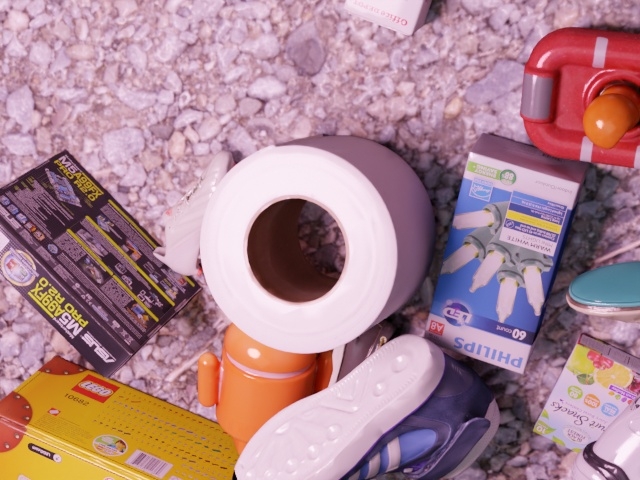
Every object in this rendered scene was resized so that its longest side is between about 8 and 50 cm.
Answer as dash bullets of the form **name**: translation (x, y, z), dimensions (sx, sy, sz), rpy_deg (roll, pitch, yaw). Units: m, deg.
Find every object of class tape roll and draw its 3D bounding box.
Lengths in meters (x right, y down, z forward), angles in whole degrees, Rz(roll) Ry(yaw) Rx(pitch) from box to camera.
- **tape roll**: translation (0.000, 0.000, 1.565), dimensions (0.246, 0.169, 0.246), rpy_deg (4, 100, 20)

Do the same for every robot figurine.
- **robot figurine**: translation (-0.069, 0.180, 1.724), dimensions (0.158, 0.128, 0.219), rpy_deg (17, 118, 17)

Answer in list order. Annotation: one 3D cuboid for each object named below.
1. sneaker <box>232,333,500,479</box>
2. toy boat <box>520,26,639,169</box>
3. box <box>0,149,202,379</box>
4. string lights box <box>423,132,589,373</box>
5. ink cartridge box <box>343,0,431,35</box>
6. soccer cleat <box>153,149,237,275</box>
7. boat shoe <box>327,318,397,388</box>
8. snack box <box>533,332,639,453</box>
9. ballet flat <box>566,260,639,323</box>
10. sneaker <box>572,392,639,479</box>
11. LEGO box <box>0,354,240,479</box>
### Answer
- **sneaker**: translation (0.077, 0.273, 1.649), dimensions (0.323, 0.130, 0.236), rpy_deg (-38, 131, 10)
- **toy boat**: translation (0.324, -0.141, 1.416), dimensions (0.231, 0.151, 0.151), rpy_deg (10, 115, 18)
- **box**: translation (-0.305, 0.025, 1.697), dimensions (0.270, 0.216, 0.060), rpy_deg (45, 119, -2)
- **string lights box**: translation (0.219, 0.016, 1.568), dimensions (0.133, 0.077, 0.259), rpy_deg (17, 117, 12)
- **ink cartridge box**: translation (0.089, -0.308, 1.495), dimensions (0.089, 0.052, 0.122), rpy_deg (24, 117, 11)
- **soccer cleat**: translation (-0.164, -0.037, 1.699), dimensions (0.076, 0.068, 0.196), rpy_deg (23, 122, 0)
- **boat shoe**: translation (0.047, 0.200, 1.710), dimensions (0.069, 0.081, 0.227), rpy_deg (18, 115, 18)
- **snack box**: translation (0.338, 0.197, 1.621), dimensions (0.100, 0.037, 0.141), rpy_deg (26, 119, 10)
- **ballet flat**: translation (0.413, 0.061, 1.516), dimensions (0.249, 0.086, 0.086), rpy_deg (-13, 106, 25)
- **sneaker**: translation (0.500, 0.282, 1.535), dimensions (0.366, 0.137, 0.210), rpy_deg (26, 113, 1)
- **LEGO box**: translation (-0.235, 0.441, 1.856), dimensions (0.500, 0.193, 0.372), rpy_deg (21, 116, 12)
